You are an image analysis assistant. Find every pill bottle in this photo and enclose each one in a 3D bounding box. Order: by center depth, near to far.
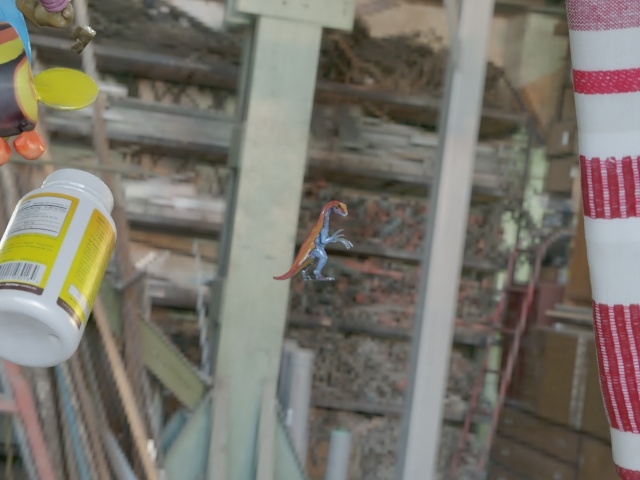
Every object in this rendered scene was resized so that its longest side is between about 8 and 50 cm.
[{"bbox_3d":[-0.293,0.024,1.352,0.117,0.215,0.117,7,-43,6],"label":"pill bottle"}]

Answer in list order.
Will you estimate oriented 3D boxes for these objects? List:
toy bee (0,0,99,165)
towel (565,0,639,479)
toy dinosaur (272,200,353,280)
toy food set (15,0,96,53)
[{"bbox_3d":[-0.269,-0.111,0.932,0.195,0.162,0.298,-20,-16,-8],"label":"toy bee"},{"bbox_3d":[0.249,-0.014,0.621,0.237,0.329,0.037,0,22,24],"label":"towel"},{"bbox_3d":[0.000,0.000,1.263,0.090,0.082,0.047,1,-3,-36],"label":"toy dinosaur"},{"bbox_3d":[-0.193,-0.167,0.784,0.122,0.019,0.078,36,-16,-15],"label":"toy food set"}]
